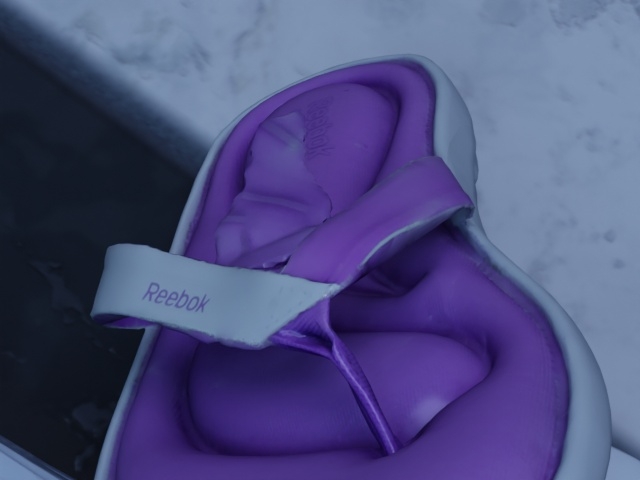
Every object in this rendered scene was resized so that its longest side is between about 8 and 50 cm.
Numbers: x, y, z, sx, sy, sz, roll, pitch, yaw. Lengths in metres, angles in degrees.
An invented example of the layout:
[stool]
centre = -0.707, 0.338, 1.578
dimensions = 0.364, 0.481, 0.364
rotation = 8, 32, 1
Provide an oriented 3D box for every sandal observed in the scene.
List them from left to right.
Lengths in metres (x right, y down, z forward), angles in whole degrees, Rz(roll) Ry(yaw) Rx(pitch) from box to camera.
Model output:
[sandal]
centre = -0.014, 0.007, 0.637
dimensions = 0.169, 0.102, 0.416
rotation = -25, 21, 6

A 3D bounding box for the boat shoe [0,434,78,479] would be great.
[boat shoe]
centre = -0.118, 0.141, 0.658
dimensions = 0.335, 0.121, 0.119
rotation = 32, 82, 9

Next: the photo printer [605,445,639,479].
[photo printer]
centre = 0.104, 0.226, 0.565
dimensions = 0.307, 0.107, 0.256
rotation = 39, 57, -14
